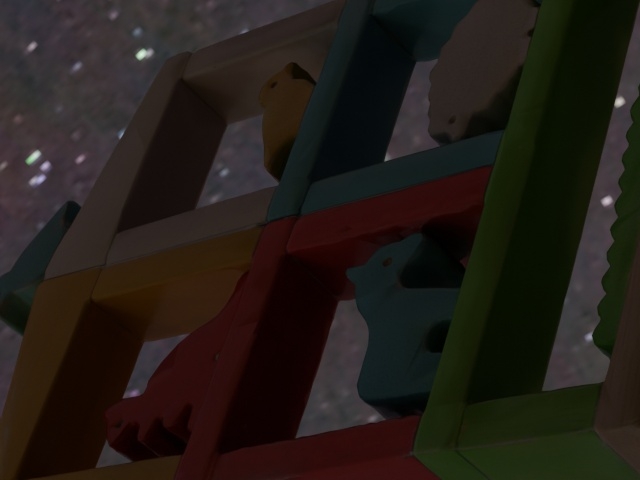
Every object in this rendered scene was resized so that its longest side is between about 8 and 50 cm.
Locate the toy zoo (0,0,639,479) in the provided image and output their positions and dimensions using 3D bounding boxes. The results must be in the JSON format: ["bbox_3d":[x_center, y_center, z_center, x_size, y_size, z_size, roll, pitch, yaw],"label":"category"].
[{"bbox_3d":[0.000,0.000,0.598,0.030,0.293,0.192,42,-129,-33],"label":"toy zoo"}]
